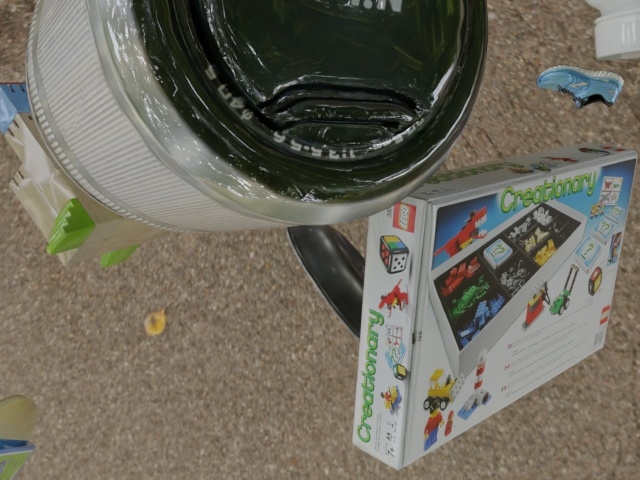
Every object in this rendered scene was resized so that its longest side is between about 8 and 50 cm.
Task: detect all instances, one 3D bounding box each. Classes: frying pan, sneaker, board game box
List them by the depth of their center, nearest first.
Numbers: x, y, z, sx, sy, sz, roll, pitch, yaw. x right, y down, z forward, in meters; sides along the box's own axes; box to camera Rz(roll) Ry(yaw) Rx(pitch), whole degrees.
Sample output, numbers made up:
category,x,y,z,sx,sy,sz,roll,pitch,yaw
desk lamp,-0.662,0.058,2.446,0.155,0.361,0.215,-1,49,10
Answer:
category,x,y,z,sx,sy,sz,roll,pitch,yaw
board game box,0.149,0.034,0.618,0.305,0.053,0.193,-14,114,-44
frying pan,0.017,0.019,0.903,0.053,0.326,0.197,-37,126,9
sneaker,0.498,-0.295,1.514,0.162,0.063,0.073,13,85,25

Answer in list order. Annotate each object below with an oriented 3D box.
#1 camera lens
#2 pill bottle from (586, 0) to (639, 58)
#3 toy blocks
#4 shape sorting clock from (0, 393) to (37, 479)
category,x,y,z,sx,sy,sz,roll,pitch,yaw
camera lens,-0.053,-0.115,0.478,0.219,0.274,0.219,1,88,-30
pill bottle,0.498,-0.468,1.182,0.204,0.204,0.361,-5,97,-1
toy blocks,-0.313,-0.125,1.150,0.191,0.381,0.261,-44,78,33
shape sorting clock,-0.271,0.196,0.540,0.040,0.206,0.206,33,109,1
